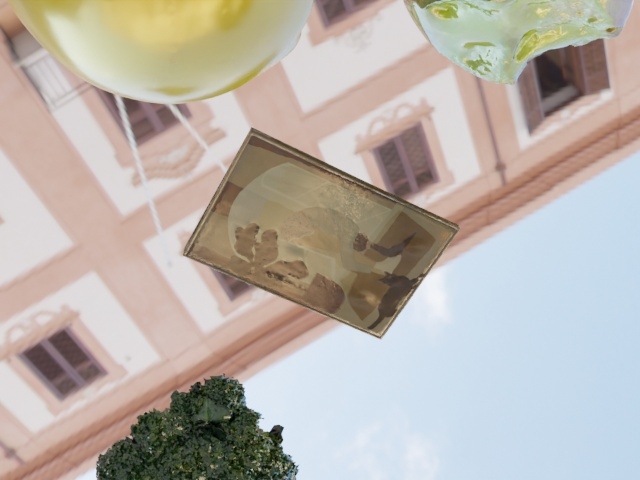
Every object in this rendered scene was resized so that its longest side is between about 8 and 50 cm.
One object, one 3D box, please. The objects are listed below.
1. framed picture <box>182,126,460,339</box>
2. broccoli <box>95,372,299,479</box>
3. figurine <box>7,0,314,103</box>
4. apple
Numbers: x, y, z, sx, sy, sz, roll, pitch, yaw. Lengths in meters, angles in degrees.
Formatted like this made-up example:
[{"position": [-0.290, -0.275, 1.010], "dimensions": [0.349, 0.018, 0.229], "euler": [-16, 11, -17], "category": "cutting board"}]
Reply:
[{"position": [0.000, 0.000, 0.865], "dimensions": [0.136, 0.201, 0.010], "euler": [-57, -162, 28], "category": "framed picture"}, {"position": [-0.110, 0.209, 0.911], "dimensions": [0.195, 0.195, 0.156], "euler": [-17, -131, 9], "category": "broccoli"}, {"position": [-0.045, -0.224, 0.551], "dimensions": [0.187, 0.215, 0.343], "euler": [7, -137, 29], "category": "figurine"}, {"position": [0.196, -0.284, 1.042], "dimensions": [0.246, 0.246, 0.226], "euler": [27, -157, 38], "category": "apple"}]
